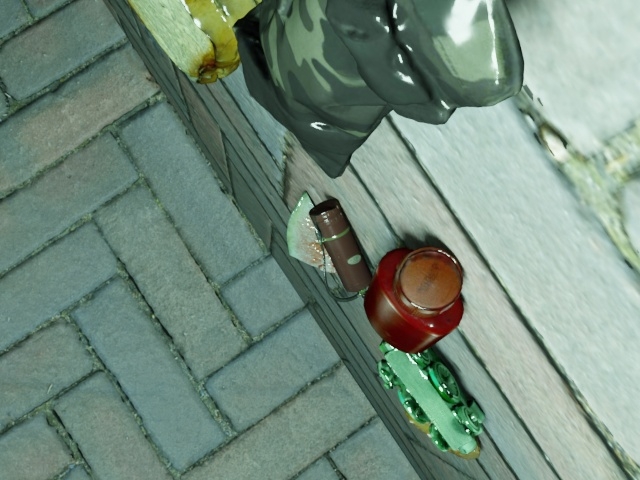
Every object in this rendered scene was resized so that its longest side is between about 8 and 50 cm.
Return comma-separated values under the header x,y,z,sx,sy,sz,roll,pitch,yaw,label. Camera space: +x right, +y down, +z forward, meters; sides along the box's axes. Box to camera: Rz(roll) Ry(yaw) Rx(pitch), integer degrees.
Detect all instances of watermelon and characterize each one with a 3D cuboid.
x,y,z,sx,sy,sz,roll,pitch,yaw,label
-0.008,-0.004,1.248,0.094,0.081,0.180,13,149,41,watermelon

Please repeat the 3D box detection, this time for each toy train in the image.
x,y,z,sx,sy,sz,roll,pitch,yaw,label
0.141,0.187,0.976,0.178,0.071,0.104,53,-163,-1,toy train

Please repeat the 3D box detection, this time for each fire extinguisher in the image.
x,y,z,sx,sy,sz,roll,pitch,yaw,label
0.029,0.025,1.037,0.157,0.078,0.045,64,165,-21,fire extinguisher

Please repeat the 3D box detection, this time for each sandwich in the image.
x,y,z,sx,sy,sz,roll,pitch,yaw,label
-0.157,-0.297,0.782,0.271,0.099,0.301,54,170,-13,sandwich

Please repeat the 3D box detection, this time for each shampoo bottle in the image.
x,y,z,sx,sy,sz,roll,pitch,yaw,label
0.096,0.064,0.801,0.102,0.064,0.260,48,170,9,shampoo bottle

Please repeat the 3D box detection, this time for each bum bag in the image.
x,y,z,sx,sy,sz,roll,pitch,yaw,label
0.020,-0.119,0.434,0.144,0.095,0.340,60,165,-5,bum bag

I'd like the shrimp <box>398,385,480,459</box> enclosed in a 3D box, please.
x,y,z,sx,sy,sz,roll,pitch,yaw,label
0.163,0.236,1.120,0.145,0.061,0.267,31,152,52,shrimp
